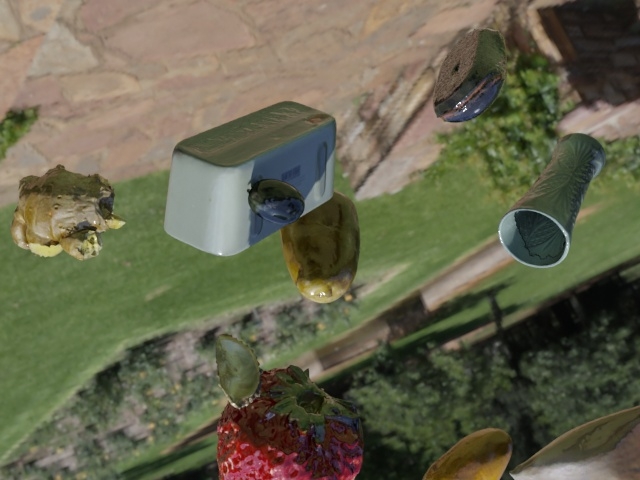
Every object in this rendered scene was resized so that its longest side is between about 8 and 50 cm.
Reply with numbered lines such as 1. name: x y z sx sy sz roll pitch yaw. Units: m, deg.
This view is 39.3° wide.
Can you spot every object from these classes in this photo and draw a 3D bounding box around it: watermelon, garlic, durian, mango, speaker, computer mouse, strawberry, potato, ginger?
1. watermelon: -0.082 -0.071 1.632 0.110 0.078 0.078 19 157 -8
2. garlic: 0.438 0.317 1.312 0.318 0.112 0.143 -24 126 -9
3. durian: -0.111 0.181 1.236 0.052 0.130 0.066 -24 138 7
4. mango: 0.295 0.459 1.784 0.227 0.147 0.109 -32 -146 -23
5. speaker: -0.127 -0.137 1.799 0.406 0.183 0.184 -33 137 -49
6. computer mouse: 0.355 -0.378 2.103 0.183 0.116 0.323 -34 -156 36
7. strawberry: -0.065 0.373 1.537 0.257 0.257 0.277 -10 128 -48
8. potato: 0.000 0.000 2.187 0.176 0.369 0.195 -26 132 22
9. ginger: -0.412 -0.046 1.464 0.216 0.157 0.102 9 168 22

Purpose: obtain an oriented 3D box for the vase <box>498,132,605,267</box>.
1. vase: 0.327 -0.065 1.234 0.096 0.096 0.219 -39 -171 48
